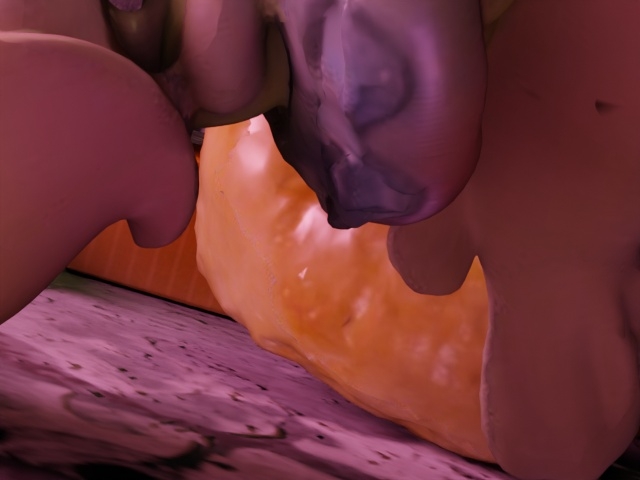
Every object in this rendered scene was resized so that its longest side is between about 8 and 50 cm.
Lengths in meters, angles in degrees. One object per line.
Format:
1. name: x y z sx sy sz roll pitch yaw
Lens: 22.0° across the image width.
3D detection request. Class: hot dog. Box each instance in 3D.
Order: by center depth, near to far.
1. hot dog: 0.125 -0.086 0.651 0.185 0.223 0.405 30 30 17

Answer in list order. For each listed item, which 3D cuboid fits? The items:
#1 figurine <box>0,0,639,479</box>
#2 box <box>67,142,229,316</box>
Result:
1. figurine: 0.008 -0.044 0.403 0.394 0.275 0.226 -18 21 -9
2. box: 0.011 0.009 0.770 0.237 0.070 0.152 18 4 -3
